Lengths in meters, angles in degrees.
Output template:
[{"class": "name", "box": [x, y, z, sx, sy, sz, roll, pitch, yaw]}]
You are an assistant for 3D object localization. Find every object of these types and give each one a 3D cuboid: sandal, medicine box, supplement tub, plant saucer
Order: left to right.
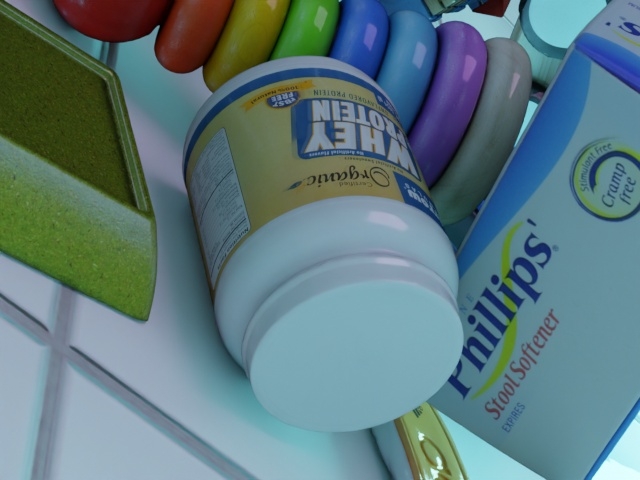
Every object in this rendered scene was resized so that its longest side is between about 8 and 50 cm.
[{"class": "plant saucer", "box": [-0.162, -0.068, 0.798, 0.188, 0.045, 0.188, 32, 27, -41]}, {"class": "supplement tub", "box": [0.000, 0.000, 0.875, 0.144, 0.144, 0.200, 34, 26, -38]}, {"class": "sandal", "box": [0.099, 0.165, 0.895, 0.102, 0.076, 0.265, 29, 29, -44]}, {"class": "medicine box", "box": [0.206, -0.027, 0.957, 0.149, 0.263, 0.289, 33, 35, 10]}]

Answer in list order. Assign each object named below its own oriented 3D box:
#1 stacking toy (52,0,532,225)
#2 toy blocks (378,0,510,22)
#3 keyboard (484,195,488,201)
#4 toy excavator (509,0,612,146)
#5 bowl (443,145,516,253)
[{"class": "stacking toy", "box": [-0.028, -0.133, 1.003, 0.330, 0.141, 0.141, 23, 27, -11]}, {"class": "toy blocks", "box": [0.092, -0.354, 1.674, 0.261, 0.190, 0.381, 62, 26, 3]}, {"class": "keyboard", "box": [0.253, 0.044, 1.273, 0.317, 0.033, 0.201, 51, 20, 0]}, {"class": "toy excavator", "box": [0.383, -0.090, 1.669, 0.445, 0.433, 0.222, 21, 23, 1]}, {"class": "bowl", "box": [0.136, 0.000, 1.259, 0.391, 0.077, 0.391, 42, 22, -21]}]
